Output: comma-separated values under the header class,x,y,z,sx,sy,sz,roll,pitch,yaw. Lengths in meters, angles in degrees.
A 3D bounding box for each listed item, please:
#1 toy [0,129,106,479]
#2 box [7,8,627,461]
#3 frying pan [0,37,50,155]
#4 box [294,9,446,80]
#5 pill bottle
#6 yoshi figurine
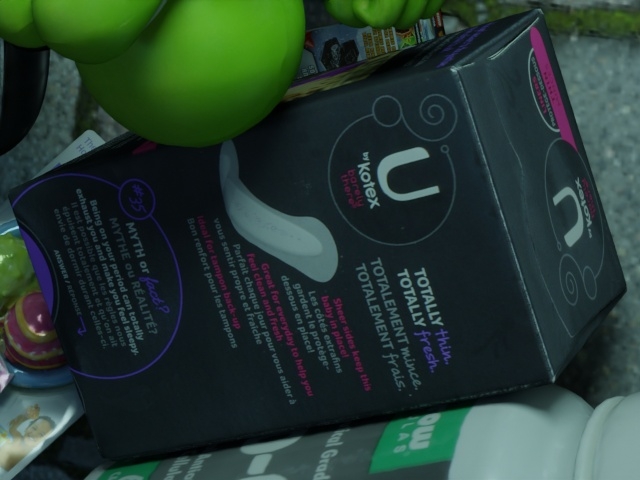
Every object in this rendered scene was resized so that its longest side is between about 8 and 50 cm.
class,x,y,z,sx,sy,sz,roll,pitch,yaw
toy,-0.180,0.044,1.060,0.137,0.056,0.237,43,75,13
box,0.000,0.000,0.951,0.270,0.143,0.165,-13,102,29
frying pan,-0.178,-0.155,1.012,0.326,0.053,0.197,147,115,-65
box,0.035,-0.059,1.021,0.094,0.027,0.137,-8,97,28
pill bottle,0.053,0.184,0.928,0.361,0.204,0.204,-13,94,28
yoshi figurine,-0.022,-0.185,0.869,0.203,0.362,0.203,47,151,-15
